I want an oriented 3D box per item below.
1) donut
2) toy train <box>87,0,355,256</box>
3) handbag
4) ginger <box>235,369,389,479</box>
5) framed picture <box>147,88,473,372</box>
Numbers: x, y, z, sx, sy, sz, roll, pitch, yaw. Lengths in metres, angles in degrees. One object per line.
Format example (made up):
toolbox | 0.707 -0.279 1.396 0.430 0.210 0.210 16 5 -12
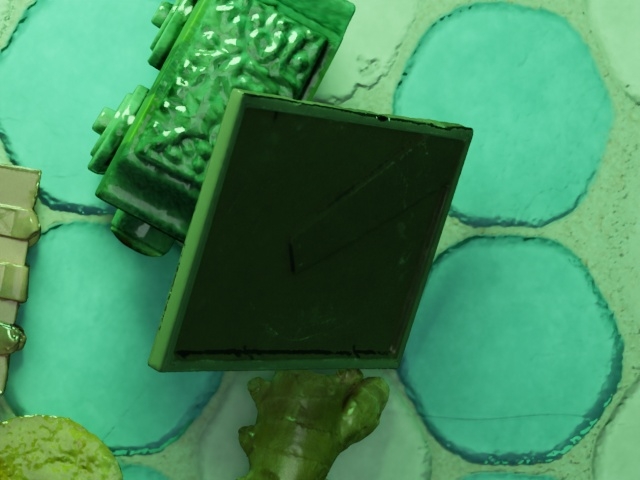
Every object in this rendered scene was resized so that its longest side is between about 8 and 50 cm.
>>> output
donut | -0.269 0.253 1.786 0.174 0.074 0.190 19 82 -5
toy train | -0.098 -0.124 1.737 0.167 0.238 0.299 27 86 -9
handbag | -0.342 0.028 1.789 0.157 0.059 0.212 9 89 -6
ginger | -0.026 0.191 1.815 0.115 0.081 0.205 45 73 -36
framed picture | 0.000 0.000 1.709 0.022 0.335 0.247 25 104 36
